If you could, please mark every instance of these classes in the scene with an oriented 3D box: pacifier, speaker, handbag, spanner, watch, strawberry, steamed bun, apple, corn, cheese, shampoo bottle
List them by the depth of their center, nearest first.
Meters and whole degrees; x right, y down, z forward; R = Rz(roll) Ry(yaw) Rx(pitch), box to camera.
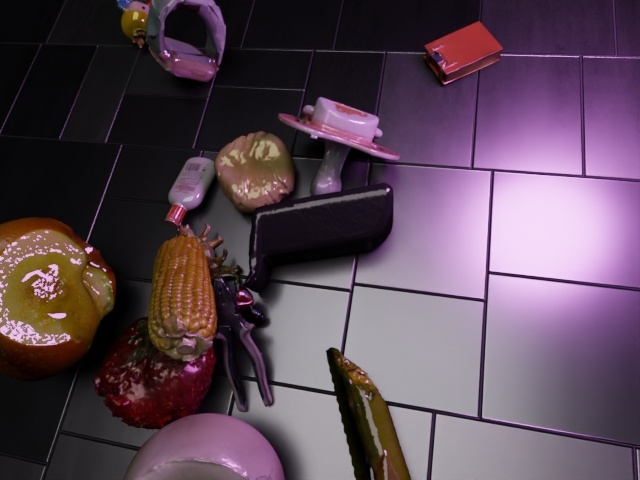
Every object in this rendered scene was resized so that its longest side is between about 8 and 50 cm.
[{"bbox_3d":[-0.232,0.508,0.931,0.324,0.206,0.325,0,97,-1],"label":"steamed bun"},{"bbox_3d":[-0.313,0.113,1.030,0.143,0.144,0.387,-30,36,-3],"label":"corn"},{"bbox_3d":[-0.365,0.309,1.049,0.273,0.221,0.274,-3,30,2],"label":"strawberry"},{"bbox_3d":[-0.191,0.241,1.067,0.095,0.040,0.325,-15,96,3],"label":"spanner"},{"bbox_3d":[-0.673,0.131,1.097,0.383,0.374,0.374,25,75,23],"label":"apple"},{"bbox_3d":[0.000,0.000,1.135,0.388,0.180,0.184,-11,75,6],"label":"speaker"},{"bbox_3d":[0.042,-0.247,1.193,0.331,0.220,0.273,16,72,-9],"label":"pacifier"},{"bbox_3d":[-0.176,-0.188,1.268,0.213,0.117,0.226,-26,72,-5],"label":"cheese"},{"bbox_3d":[-0.372,-0.137,1.291,0.108,0.051,0.221,10,63,18],"label":"shampoo bottle"},{"bbox_3d":[0.408,-0.544,1.334,0.190,0.063,0.127,-25,68,-5],"label":"handbag"},{"bbox_3d":[-0.392,-0.628,1.364,0.162,0.253,0.241,46,120,22],"label":"watch"}]

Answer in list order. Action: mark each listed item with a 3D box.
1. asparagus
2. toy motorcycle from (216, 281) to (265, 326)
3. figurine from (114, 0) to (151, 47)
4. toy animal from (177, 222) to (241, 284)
[{"bbox_3d":[0.104,0.402,0.989,0.108,0.128,0.382,-1,62,-30],"label":"asparagus"},{"bbox_3d":[-0.244,0.161,1.136,0.213,0.122,0.082,5,39,12],"label":"toy motorcycle"},{"bbox_3d":[-0.596,-0.774,1.561,0.185,0.127,0.234,-25,57,-9],"label":"figurine"},{"bbox_3d":[-0.300,0.036,1.233,0.099,0.057,0.241,-38,70,1],"label":"toy animal"}]
